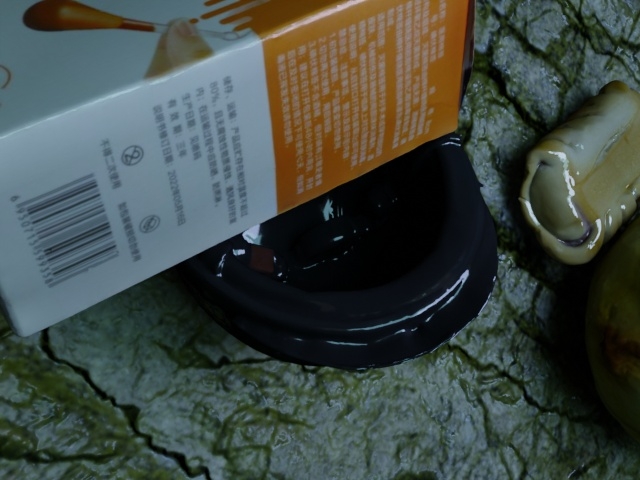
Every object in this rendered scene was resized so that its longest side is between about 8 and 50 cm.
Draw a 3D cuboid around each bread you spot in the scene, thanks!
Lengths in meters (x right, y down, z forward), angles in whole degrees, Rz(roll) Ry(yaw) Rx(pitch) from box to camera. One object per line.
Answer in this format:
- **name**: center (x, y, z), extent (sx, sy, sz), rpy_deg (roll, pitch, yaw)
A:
- **bread**: center (0.300, -0.079, 0.900), extent (0.225, 0.081, 0.134), rpy_deg (-37, 100, -26)

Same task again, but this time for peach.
- **peach**: center (0.439, 0.086, 0.850), extent (0.316, 0.281, 0.314), rpy_deg (24, 82, -25)

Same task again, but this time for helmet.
- **helmet**: center (0.000, 0.000, 0.637), extent (0.231, 0.160, 0.278), rpy_deg (-27, 64, -20)

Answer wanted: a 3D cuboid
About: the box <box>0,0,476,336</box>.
- **box**: center (-0.094, -0.122, 0.540), extent (0.341, 0.225, 0.143), rpy_deg (-27, 143, -23)
